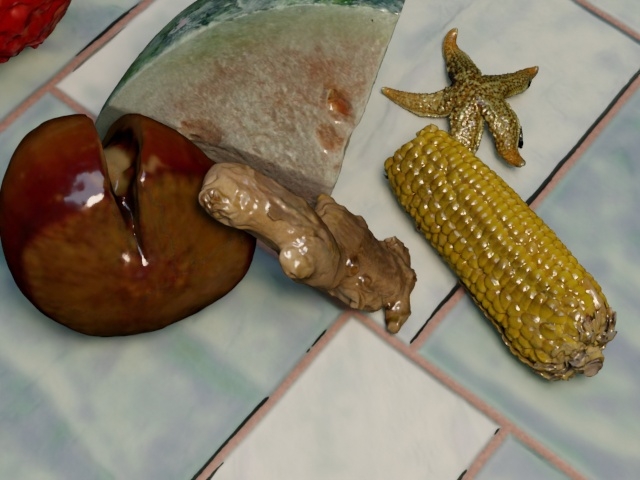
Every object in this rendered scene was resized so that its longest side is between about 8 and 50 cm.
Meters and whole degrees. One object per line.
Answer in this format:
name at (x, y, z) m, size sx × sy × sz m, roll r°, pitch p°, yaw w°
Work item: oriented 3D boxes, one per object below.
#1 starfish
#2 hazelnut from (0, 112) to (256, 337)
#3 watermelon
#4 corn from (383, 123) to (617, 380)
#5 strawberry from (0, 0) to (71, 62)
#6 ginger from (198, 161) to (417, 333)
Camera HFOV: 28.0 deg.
starfish at (0.155, -0.155, 1.437) m, size 0.175 × 0.053 × 0.208 m, roll 2°, pitch 54°, yaw 8°
hazelnut at (-0.187, -0.017, 1.243) m, size 0.251 × 0.217 × 0.217 m, roll 8°, pitch 58°, yaw -24°
watermelon at (-0.044, -0.143, 1.316) m, size 0.387 × 0.258 × 0.228 m, roll -18°, pitch 17°, yaw 28°
corn at (0.183, 0.008, 1.306) m, size 0.115 × 0.115 × 0.318 m, roll -30°, pitch 66°, yaw -19°
strawberry at (-0.404, -0.296, 1.368) m, size 0.291 × 0.310 × 0.292 m, roll 22°, pitch 40°, yaw -21°
ginger at (0.002, 0.001, 1.226) m, size 0.084 × 0.290 × 0.122 m, roll -15°, pitch 63°, yaw 35°
